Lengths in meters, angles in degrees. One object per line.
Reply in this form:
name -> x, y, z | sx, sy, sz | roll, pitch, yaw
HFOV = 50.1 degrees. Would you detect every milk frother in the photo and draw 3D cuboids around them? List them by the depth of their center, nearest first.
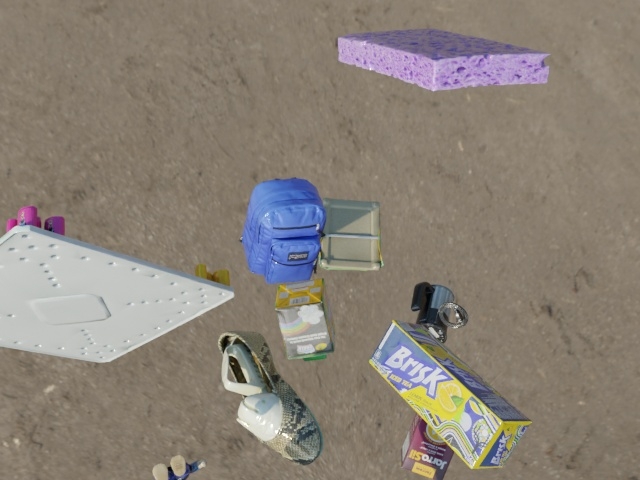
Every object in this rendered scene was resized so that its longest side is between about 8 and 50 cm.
milk frother -> 0.299, 0.166, 1.663 | 0.143, 0.129, 0.134 | -4, 41, 25

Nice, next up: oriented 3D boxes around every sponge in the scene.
sponge -> 0.111, -0.181, 0.674 | 0.117, 0.031, 0.210 | -9, 25, -19

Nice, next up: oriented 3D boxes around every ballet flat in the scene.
ballet flat -> -0.170, 0.409, 1.836 | 0.164, 0.182, 0.483 | -59, 38, 16

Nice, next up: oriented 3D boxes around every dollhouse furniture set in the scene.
dollhouse furniture set -> 0.000, 0.000, 1.752 | 0.301, 0.151, 0.197 | 4, 65, -5

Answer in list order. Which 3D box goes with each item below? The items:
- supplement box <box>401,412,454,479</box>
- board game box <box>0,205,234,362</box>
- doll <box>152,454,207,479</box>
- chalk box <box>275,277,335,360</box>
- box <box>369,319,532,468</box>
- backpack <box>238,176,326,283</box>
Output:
supplement box -> 0.266, 0.450, 1.600 | 0.104, 0.081, 0.188 | 19, 105, 3
board game box -> -0.412, 0.095, 1.137 | 0.390, 0.390, 0.050 | -28, 57, 32
doll -> -0.302, 0.489, 1.444 | 0.129, 0.189, 0.046 | -21, 71, -15
chalk box -> -0.034, 0.231, 1.864 | 0.132, 0.213, 0.132 | -9, 26, 6
box -> 0.126, 0.152, 0.698 | 0.169, 0.054, 0.059 | 42, 110, 46
backpack -> -0.038, -0.013, 0.851 | 0.098, 0.120, 0.101 | -8, 45, -23
